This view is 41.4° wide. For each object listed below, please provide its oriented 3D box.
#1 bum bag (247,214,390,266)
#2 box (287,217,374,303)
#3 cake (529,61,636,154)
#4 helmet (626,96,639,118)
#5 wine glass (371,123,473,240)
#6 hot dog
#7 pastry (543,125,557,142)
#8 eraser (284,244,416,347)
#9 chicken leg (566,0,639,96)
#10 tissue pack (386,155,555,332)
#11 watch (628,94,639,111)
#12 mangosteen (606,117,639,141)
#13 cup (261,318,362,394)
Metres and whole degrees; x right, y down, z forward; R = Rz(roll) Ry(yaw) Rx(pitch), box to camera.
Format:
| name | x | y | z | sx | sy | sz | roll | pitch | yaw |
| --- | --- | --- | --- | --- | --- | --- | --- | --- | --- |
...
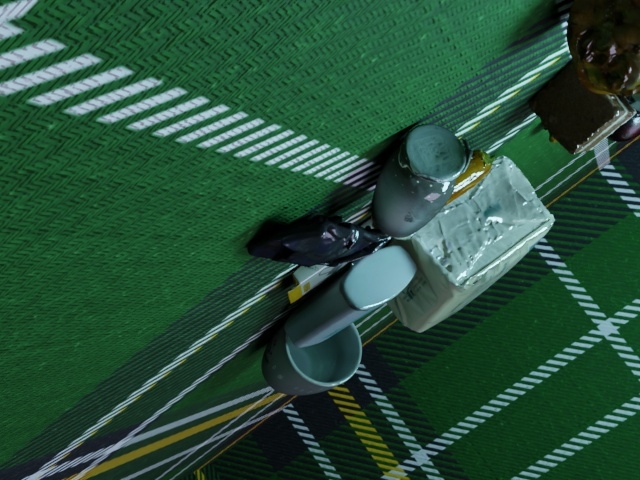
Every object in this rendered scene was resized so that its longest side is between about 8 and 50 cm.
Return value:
| name | x | y | z | sx | sy | sz | roll | pitch | yaw |
| --- | --- | --- | --- | --- | --- | --- | --- | --- | --- |
| bum bag | 0.000 | 0.000 | 1.301 | 0.137 | 0.074 | 0.310 | -16 | 171 | 24 |
| box | 0.035 | 0.028 | 1.596 | 0.247 | 0.033 | 0.129 | -34 | 169 | -8 |
| cake | 0.483 | -0.243 | 1.542 | 0.147 | 0.135 | 0.134 | -14 | 156 | -48 |
| helmet | 0.597 | -0.307 | 1.693 | 0.176 | 0.107 | 0.153 | -14 | 166 | -9 |
| wine glass | 0.143 | -0.085 | 1.281 | 0.111 | 0.111 | 0.204 | -30 | 166 | -24 |
| hot dog | 0.202 | -0.087 | 1.521 | 0.269 | 0.072 | 0.115 | -31 | 166 | -25 |
| pastry | 0.522 | -0.253 | 1.799 | 0.109 | 0.057 | 0.097 | -27 | 171 | -24 |
| eraser | 0.057 | 0.119 | 1.760 | 0.189 | 0.104 | 0.290 | -36 | 177 | -33 |
| chicken leg | 0.480 | -0.368 | 1.076 | 0.409 | 0.182 | 0.295 | -42 | 150 | 12 |
| tissue pack | 0.299 | 0.024 | 1.873 | 0.297 | 0.207 | 0.380 | -33 | 168 | -20 |
| watch | 0.659 | -0.309 | 1.501 | 0.162 | 0.253 | 0.241 | 121 | -12 | -59 |
| mangosteen | 0.705 | -0.298 | 1.992 | 0.140 | 0.140 | 0.140 | -34 | 167 | -9 |
| cup | -0.020 | 0.240 | 1.979 | 0.258 | 0.186 | 0.234 | -60 | -170 | -29 |
